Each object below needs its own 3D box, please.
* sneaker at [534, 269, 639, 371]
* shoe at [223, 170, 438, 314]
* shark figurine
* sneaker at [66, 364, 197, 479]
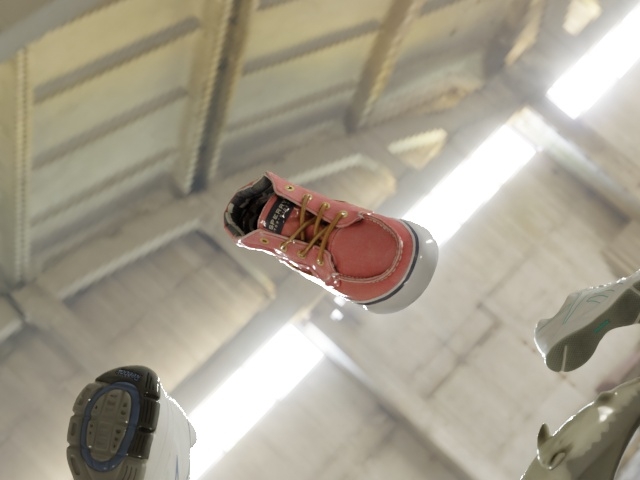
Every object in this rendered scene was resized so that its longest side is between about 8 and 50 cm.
[{"bbox_3d":[0.266,0.060,1.182,0.152,0.053,0.061,-32,33,4],"label":"sneaker"},{"bbox_3d":[0.000,0.000,0.821,0.178,0.081,0.063,14,81,63],"label":"shoe"},{"bbox_3d":[0.184,0.167,0.799,0.278,0.116,0.166,-59,12,19],"label":"shark figurine"},{"bbox_3d":[-0.159,0.259,1.049,0.129,0.111,0.297,45,-128,-52],"label":"sneaker"}]
